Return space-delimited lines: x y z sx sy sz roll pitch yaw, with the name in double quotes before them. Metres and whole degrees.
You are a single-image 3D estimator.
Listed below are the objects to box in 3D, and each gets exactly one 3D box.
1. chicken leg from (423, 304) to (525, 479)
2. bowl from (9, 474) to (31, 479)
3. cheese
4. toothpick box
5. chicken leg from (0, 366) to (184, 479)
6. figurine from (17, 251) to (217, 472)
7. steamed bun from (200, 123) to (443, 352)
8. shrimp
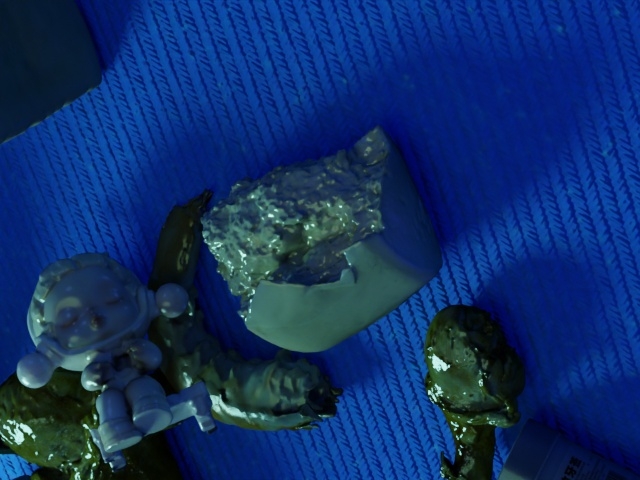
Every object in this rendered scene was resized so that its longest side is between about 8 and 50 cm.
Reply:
"chicken leg" 0.160 0.170 1.556 0.103 0.088 0.227 -2 110 14
"bowl" -0.372 0.449 1.833 0.307 0.163 0.307 47 146 47
"cheese" -0.363 -0.217 1.526 0.124 0.265 0.242 -14 107 30
"toothpick box" 0.259 0.259 1.538 0.153 0.101 0.101 26 123 14
"chicken leg" -0.213 0.251 1.774 0.361 0.140 0.211 35 110 -19
"figurine" -0.223 0.110 1.635 0.182 0.144 0.256 -32 67 12
"steamed bun" 0.000 0.000 1.506 0.225 0.170 0.200 -36 89 34
"shrimp" -0.114 0.099 1.688 0.185 0.068 0.287 -27 89 31
